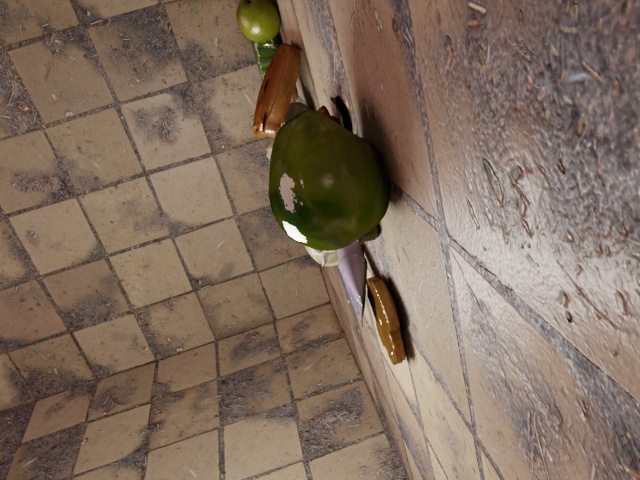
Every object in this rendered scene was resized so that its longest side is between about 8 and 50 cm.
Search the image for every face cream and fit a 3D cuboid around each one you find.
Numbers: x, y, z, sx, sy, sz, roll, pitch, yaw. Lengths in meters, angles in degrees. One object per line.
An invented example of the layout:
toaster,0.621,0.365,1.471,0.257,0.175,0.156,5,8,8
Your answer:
face cream,0.115,0.131,1.724,0.154,0.096,0.273,88,175,-52

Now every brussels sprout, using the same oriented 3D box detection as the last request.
brussels sprout,0.022,-0.131,1.187,0.344,0.269,0.343,-2,-90,-78

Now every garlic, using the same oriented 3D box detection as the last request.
garlic,-0.078,-0.358,1.940,0.185,0.203,0.280,40,-127,-35

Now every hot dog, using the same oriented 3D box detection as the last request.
hot dog,0.013,-0.288,1.507,0.326,0.107,0.193,81,170,-62

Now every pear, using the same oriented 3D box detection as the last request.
pear,-0.225,-0.838,2.032,0.180,0.166,0.216,54,-172,34

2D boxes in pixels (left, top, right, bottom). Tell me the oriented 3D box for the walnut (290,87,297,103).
walnut,-0.135,-0.617,2.222,0.079,0.082,0.096,39,160,24

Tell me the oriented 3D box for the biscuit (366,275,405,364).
biscuit,0.203,0.245,1.613,0.376,0.051,0.269,79,174,-64

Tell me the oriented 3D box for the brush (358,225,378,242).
brush,0.103,-0.093,1.471,0.123,0.059,0.197,88,164,-80

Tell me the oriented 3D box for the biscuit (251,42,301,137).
biscuit,-0.167,-0.542,1.910,0.349,0.079,0.455,-70,18,3

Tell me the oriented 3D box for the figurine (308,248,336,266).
figurine,0.022,-0.064,1.918,0.315,0.207,0.284,85,162,-44

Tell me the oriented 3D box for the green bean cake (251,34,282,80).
green bean cake,-0.224,-0.797,2.265,0.248,0.125,0.222,-115,9,-57

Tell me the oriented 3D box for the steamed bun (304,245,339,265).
steamed bun,0.000,0.000,2.361,0.250,0.155,0.200,57,-173,-47
